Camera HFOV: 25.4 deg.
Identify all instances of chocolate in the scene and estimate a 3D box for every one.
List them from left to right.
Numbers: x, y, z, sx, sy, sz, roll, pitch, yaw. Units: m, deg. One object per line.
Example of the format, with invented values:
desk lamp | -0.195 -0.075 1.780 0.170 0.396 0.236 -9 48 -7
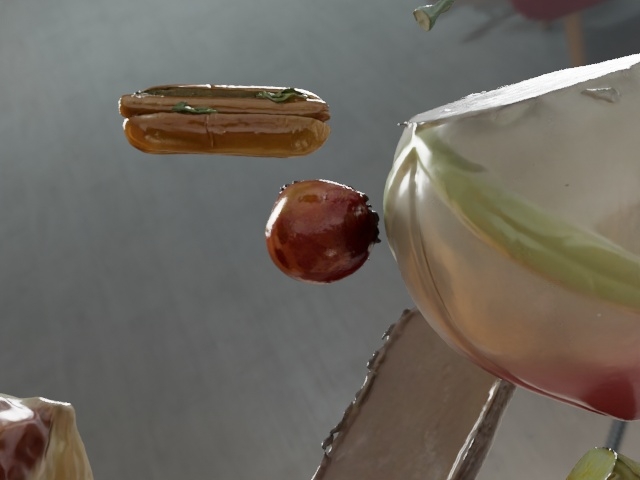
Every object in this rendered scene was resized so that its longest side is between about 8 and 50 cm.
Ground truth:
chocolate | 0.110 0.178 1.378 0.161 0.083 0.261 15 65 41

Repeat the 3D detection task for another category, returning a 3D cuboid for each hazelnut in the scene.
hazelnut | -0.319 0.232 1.283 0.241 0.261 0.261 -53 33 -11

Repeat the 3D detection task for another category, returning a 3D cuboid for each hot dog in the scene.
hot dog | -0.112 -0.146 1.671 0.250 0.068 0.100 0 47 0

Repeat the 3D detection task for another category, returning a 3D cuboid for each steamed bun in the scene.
steamed bun | 0.209 0.010 1.124 0.309 0.309 0.309 -19 26 10

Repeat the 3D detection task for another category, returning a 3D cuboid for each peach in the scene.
peach | -0.001 0.001 1.131 0.098 0.098 0.061 -8 34 30

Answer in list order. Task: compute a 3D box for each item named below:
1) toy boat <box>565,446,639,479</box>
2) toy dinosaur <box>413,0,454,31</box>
toy boat | 0.253 0.214 1.194 0.065 0.066 0.172 -53 3 -2
toy dinosaur | 0.110 -0.214 1.017 0.106 0.187 0.044 -33 70 -23
